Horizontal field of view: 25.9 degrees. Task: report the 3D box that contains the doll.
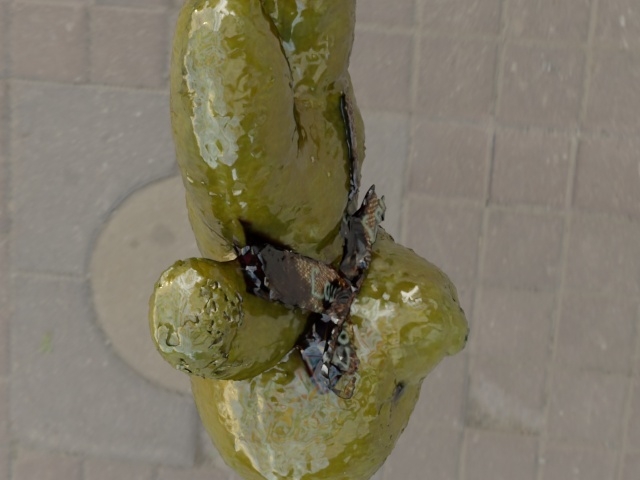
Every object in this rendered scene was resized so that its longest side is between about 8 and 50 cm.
[{"bbox_3d":[0.000,0.000,0.446,0.097,0.137,0.209,7,137,11],"label":"doll"}]
